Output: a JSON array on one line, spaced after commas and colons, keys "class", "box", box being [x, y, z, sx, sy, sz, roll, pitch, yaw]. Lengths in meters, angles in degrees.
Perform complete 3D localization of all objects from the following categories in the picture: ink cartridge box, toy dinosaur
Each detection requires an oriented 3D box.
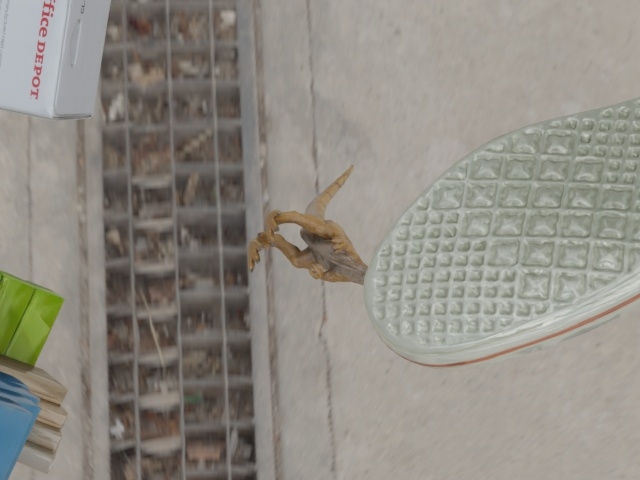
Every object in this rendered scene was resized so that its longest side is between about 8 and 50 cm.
[{"class": "ink cartridge box", "box": [-0.268, -0.176, 1.495, 0.175, 0.072, 0.127, 13, 99, 21]}, {"class": "toy dinosaur", "box": [0.000, 0.000, 1.456, 0.112, 0.211, 0.064, 8, 114, -23]}]

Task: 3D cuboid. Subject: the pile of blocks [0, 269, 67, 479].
[{"class": "pile of blocks", "box": [-0.184, 0.044, 0.925, 0.149, 0.362, 0.112, 24, 91, -9]}]

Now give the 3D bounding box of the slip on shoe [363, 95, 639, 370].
[{"class": "slip on shoe", "box": [0.176, -0.019, 0.945, 0.331, 0.101, 0.123, -28, 55, -13]}]
